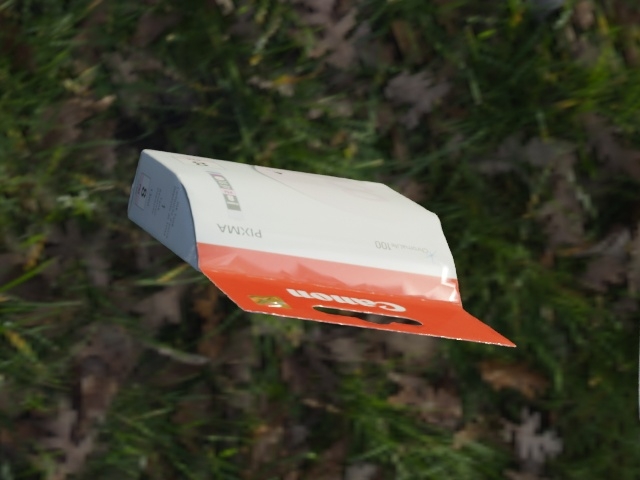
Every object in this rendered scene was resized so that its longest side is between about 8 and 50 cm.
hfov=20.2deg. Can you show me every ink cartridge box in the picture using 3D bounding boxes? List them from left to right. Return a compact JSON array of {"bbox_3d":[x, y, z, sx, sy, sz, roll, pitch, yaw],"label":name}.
[{"bbox_3d":[0.000,0.000,1.149,0.189,0.232,0.066,8,97,-25],"label":"ink cartridge box"}]

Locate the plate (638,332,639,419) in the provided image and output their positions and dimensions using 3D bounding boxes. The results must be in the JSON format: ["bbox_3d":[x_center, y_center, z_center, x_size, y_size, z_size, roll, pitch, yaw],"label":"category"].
[{"bbox_3d":[0.421,0.185,1.815,0.277,0.045,0.278,46,28,-16],"label":"plate"}]
